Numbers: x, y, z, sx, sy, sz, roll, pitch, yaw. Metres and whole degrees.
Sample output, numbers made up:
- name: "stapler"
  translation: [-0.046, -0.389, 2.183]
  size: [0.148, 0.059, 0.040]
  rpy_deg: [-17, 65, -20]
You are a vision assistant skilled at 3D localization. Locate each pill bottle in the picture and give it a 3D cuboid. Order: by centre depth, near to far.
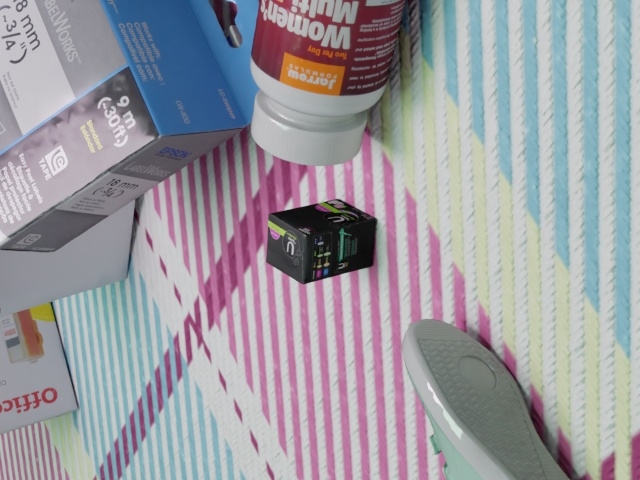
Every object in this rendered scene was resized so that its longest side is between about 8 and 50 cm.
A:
- name: "pill bottle"
  translation: [0.006, -0.182, 1.002]
  size: [0.121, 0.121, 0.221]
  rpy_deg: [42, 132, 39]

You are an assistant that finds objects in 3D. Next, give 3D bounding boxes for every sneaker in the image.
- name: "sneaker"
  translation: [0.119, 0.200, 0.993]
  size: [0.256, 0.094, 0.151]
  rpy_deg: [58, 135, 20]

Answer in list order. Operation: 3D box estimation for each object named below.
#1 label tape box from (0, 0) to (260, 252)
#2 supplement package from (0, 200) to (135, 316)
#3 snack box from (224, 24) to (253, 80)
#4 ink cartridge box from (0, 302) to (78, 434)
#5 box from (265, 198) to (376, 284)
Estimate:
- name: "label tape box"
  translation: [-0.220, -0.171, 1.193]
  size: [0.334, 0.106, 0.240]
  rpy_deg: [-31, 74, 20]
- name: "supplement package"
  translation: [-0.347, -0.061, 1.450]
  size: [0.145, 0.204, 0.261]
  rpy_deg: [51, 143, 33]
- name: "snack box"
  translation: [-0.120, -0.156, 1.261]
  size: [0.178, 0.022, 0.064]
  rpy_deg: [-36, 72, 48]
- name: "ink cartridge box"
  translation: [-0.552, 0.112, 1.747]
  size: [0.160, 0.279, 0.384]
  rpy_deg: [-16, 89, 54]
- name: "box"
  translation: [0.000, 0.000, 1.105]
  size: [0.062, 0.083, 0.052]
  rpy_deg: [30, 125, 47]
